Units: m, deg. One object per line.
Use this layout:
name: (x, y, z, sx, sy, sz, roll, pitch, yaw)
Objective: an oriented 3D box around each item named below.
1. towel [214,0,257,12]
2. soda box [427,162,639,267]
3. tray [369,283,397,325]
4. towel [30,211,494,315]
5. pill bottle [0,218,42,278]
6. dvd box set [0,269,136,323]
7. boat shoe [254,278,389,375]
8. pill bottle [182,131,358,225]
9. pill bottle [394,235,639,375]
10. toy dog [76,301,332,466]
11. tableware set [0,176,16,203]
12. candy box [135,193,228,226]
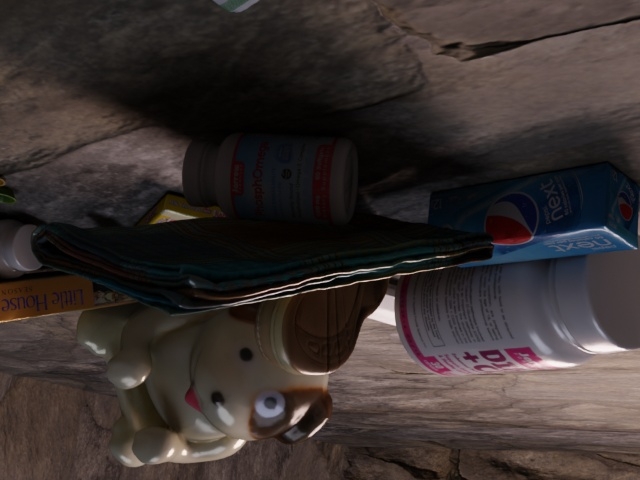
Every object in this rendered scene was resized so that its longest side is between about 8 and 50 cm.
towel: (-0.088, -0.198, 0.614, 0.152, 0.023, 0.113, 20, 158, -34)
soda box: (0.212, -0.021, 0.975, 0.210, 0.067, 0.071, -9, 156, 42)
tray: (0.096, 0.092, 1.454, 0.270, 0.030, 0.145, 18, 161, -31)
towel: (-0.051, 0.003, 0.913, 0.370, 0.040, 0.271, -8, -166, -40)
pill bottle: (-0.462, 0.013, 1.354, 0.152, 0.086, 0.086, -3, 160, 31)
dvd box set: (-0.529, 0.091, 1.411, 0.308, 0.062, 0.420, -4, -178, 39)
boat shoe: (-0.012, 0.060, 1.049, 0.110, 0.121, 0.341, 3, -169, 17)
pill bottle: (-0.048, -0.061, 0.927, 0.160, 0.087, 0.087, 3, 162, 12)
pill bottle: (0.232, 0.070, 1.099, 0.160, 0.160, 0.283, 19, 159, -33)
toy dog: (-0.145, 0.211, 1.485, 0.396, 0.284, 0.408, -7, 179, -31)
tableware set: (-0.443, -0.075, 1.167, 0.104, 0.024, 0.154, 4, 162, 11)
candy box: (-0.178, -0.012, 1.243, 0.105, 0.027, 0.206, 16, 162, -20)
